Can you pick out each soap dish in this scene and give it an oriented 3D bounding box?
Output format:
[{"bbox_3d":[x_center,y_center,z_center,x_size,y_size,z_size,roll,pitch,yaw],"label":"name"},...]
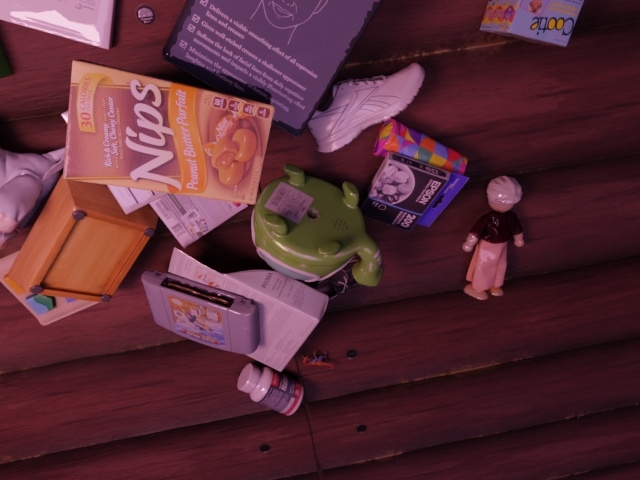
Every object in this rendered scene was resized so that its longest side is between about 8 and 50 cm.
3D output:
[{"bbox_3d":[-0.534,0.011,1.073,0.229,0.118,0.291,20,113,-47],"label":"soap dish"}]

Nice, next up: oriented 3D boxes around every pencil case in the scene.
[{"bbox_3d":[0.243,-0.205,1.134,0.236,0.104,0.104,25,110,-19],"label":"pencil case"}]

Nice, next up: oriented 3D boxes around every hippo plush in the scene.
[{"bbox_3d":[-0.696,-0.137,0.953,0.236,0.234,0.294,38,106,-24],"label":"hippo plush"}]

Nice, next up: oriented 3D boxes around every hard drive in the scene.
[{"bbox_3d":[-0.492,-0.559,0.881,0.210,0.040,0.318,12,114,-14],"label":"hard drive"}]

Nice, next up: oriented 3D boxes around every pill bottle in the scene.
[{"bbox_3d":[-0.150,0.439,1.389,0.180,0.108,0.108,31,108,-21],"label":"pill bottle"}]

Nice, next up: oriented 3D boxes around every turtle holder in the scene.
[{"bbox_3d":[-0.007,-0.016,1.116,0.320,0.243,0.227,3,148,-16],"label":"turtle holder"}]

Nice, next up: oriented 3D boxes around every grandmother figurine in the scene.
[{"bbox_3d":[0.470,-0.009,1.270,0.208,0.104,0.342,-12,118,-33],"label":"grandmother figurine"}]

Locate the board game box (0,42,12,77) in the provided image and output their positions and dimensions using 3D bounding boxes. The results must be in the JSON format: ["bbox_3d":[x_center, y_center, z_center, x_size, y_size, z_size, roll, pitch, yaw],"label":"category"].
[{"bbox_3d":[-0.775,-0.460,0.876,0.242,0.064,0.316,-8,117,-4],"label":"board game box"}]

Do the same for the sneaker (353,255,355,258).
[{"bbox_3d":[0.013,0.046,1.257,0.158,0.061,0.065,-20,90,1],"label":"sneaker"}]

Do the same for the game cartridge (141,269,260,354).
[{"bbox_3d":[-0.296,0.187,1.166,0.297,0.062,0.198,16,132,10],"label":"game cartridge"}]

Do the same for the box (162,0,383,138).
[{"bbox_3d":[-0.072,-0.457,0.898,0.293,0.212,0.395,28,110,-20],"label":"box"}]

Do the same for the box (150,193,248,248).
[{"bbox_3d":[-0.292,-0.092,1.117,0.186,0.038,0.145,-35,117,-7],"label":"box"}]

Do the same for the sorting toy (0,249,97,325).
[{"bbox_3d":[-0.694,0.110,1.185,0.193,0.038,0.208,-23,117,4],"label":"sorting toy"}]

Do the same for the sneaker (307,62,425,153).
[{"bbox_3d":[0.098,-0.318,1.054,0.297,0.111,0.129,-32,111,7],"label":"sneaker"}]

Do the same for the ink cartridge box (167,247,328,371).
[{"bbox_3d":[-0.210,0.168,1.213,0.385,0.091,0.308,28,136,-3],"label":"ink cartridge box"}]

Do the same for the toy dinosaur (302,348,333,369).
[{"bbox_3d":[-0.012,0.358,1.390,0.082,0.090,0.047,-21,143,-48],"label":"toy dinosaur"}]

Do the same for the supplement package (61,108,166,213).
[{"bbox_3d":[-0.379,-0.203,0.938,0.145,0.262,0.204,-29,118,-10],"label":"supplement package"}]

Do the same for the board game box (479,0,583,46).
[{"bbox_3d":[0.464,-0.564,0.962,0.144,0.142,0.275,7,114,-12],"label":"board game box"}]

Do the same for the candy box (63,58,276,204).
[{"bbox_3d":[-0.253,-0.177,0.798,0.316,0.087,0.183,6,107,-26],"label":"candy box"}]

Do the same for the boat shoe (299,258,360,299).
[{"bbox_3d":[0.051,0.121,1.279,0.233,0.079,0.084,-21,116,1],"label":"boat shoe"}]

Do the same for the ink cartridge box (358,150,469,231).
[{"bbox_3d":[0.222,-0.107,1.146,0.208,0.045,0.206,16,142,-9],"label":"ink cartridge box"}]
